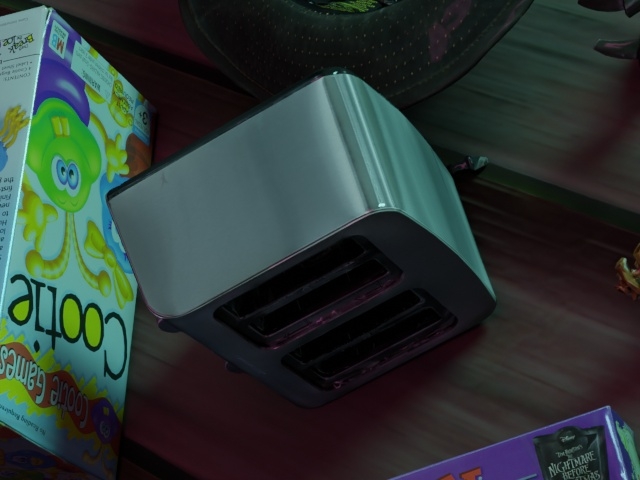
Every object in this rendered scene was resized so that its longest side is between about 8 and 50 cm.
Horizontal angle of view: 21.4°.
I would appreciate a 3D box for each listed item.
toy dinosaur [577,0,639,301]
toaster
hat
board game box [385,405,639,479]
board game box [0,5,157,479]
[{"bbox_3d":[0.265,-0.112,0.895,0.218,0.164,0.322,38,65,22],"label":"toy dinosaur"},{"bbox_3d":[0.000,0.000,0.965,0.185,0.168,0.110,-29,57,14],"label":"toaster"},{"bbox_3d":[0.061,-0.225,1.069,0.331,0.134,0.331,-8,77,37],"label":"hat"},{"bbox_3d":[0.023,0.239,0.900,0.346,0.056,0.208,-22,52,18],"label":"board game box"},{"bbox_3d":[-0.211,0.014,1.087,0.144,0.142,0.275,-9,61,24],"label":"board game box"}]
